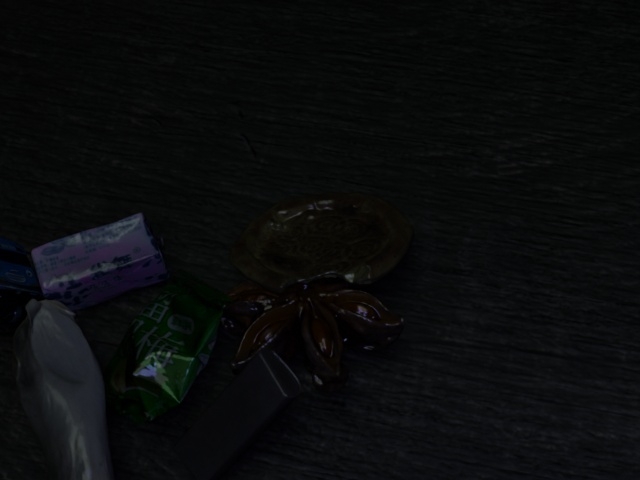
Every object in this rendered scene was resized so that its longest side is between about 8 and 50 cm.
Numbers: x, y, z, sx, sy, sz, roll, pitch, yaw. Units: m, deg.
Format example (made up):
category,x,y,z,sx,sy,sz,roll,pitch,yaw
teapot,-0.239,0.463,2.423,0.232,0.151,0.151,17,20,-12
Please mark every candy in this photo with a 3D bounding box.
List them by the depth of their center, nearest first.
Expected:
category,x,y,z,sx,sy,sz,roll,pitch,yaw
candy,-0.195,0.137,1.797,0.141,0.078,0.203,26,77,41
candy,-0.282,0.032,1.853,0.160,0.092,0.073,-18,66,2

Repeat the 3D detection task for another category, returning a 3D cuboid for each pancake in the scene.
category,x,y,z,sx,sy,sz,roll,pitch,yaw
pancake,0.000,0.000,1.817,0.235,0.029,0.212,-12,34,-4

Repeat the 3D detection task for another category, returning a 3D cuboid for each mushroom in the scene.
category,x,y,z,sx,sy,sz,roll,pitch,yaw
mushroom,-0.309,0.243,1.767,0.109,0.097,0.351,-29,67,35

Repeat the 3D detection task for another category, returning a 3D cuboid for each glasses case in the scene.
category,x,y,z,sx,sy,sz,roll,pitch,yaw
glasses case,-0.101,0.216,1.733,0.072,0.042,0.190,49,118,15

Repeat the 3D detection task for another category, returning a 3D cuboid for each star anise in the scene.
category,x,y,z,sx,sy,sz,roll,pitch,yaw
star anise,-0.017,0.112,1.786,0.214,0.099,0.220,-35,49,-11

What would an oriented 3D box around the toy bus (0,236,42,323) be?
category,x,y,z,sx,sy,sz,roll,pitch,yaw
toy bus,-0.451,0.071,1.821,0.185,0.090,0.106,-33,62,25
